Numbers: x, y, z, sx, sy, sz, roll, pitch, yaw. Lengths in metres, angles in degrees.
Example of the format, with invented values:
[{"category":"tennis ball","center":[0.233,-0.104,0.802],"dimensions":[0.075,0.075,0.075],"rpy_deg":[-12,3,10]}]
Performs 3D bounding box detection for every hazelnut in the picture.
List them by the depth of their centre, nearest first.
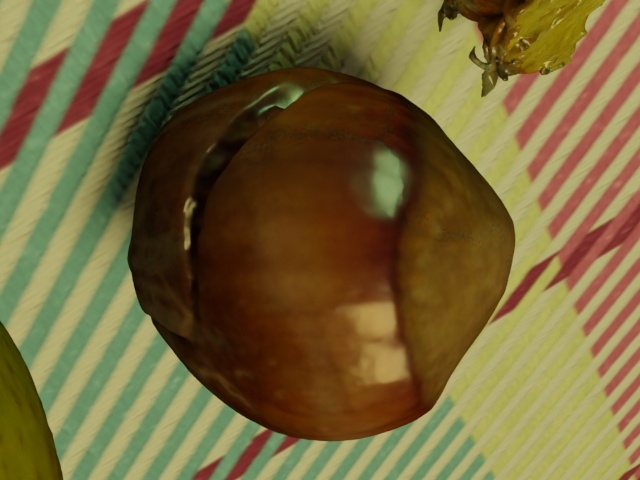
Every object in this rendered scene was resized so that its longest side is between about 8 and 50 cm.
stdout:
[{"category":"hazelnut","center":[0.000,0.000,0.936],"dimensions":[0.182,0.182,0.182],"rpy_deg":[-23,150,-14]}]

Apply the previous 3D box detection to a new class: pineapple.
[{"category":"pineapple","center":[0.105,-0.133,0.934],"dimensions":[0.116,0.069,0.137],"rpy_deg":[-36,160,-3]}]

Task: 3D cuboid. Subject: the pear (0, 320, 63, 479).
[{"category":"pear","center":[-0.282,0.126,0.654],"dimensions":[0.418,0.362,0.362],"rpy_deg":[-14,147,-39]}]
